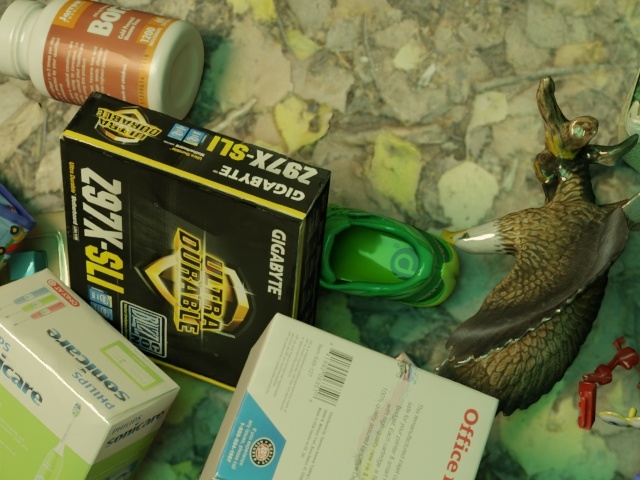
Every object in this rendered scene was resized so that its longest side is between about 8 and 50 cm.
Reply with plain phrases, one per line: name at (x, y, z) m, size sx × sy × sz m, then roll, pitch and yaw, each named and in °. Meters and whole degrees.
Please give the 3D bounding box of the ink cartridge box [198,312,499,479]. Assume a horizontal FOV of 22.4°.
ink cartridge box at (0.023, 0.203, 1.558) m, size 0.233 × 0.168 × 0.171 m, roll 23°, pitch 72°, yaw -4°

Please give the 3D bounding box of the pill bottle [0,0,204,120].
pill bottle at (-0.251, -0.208, 1.827) m, size 0.216 × 0.121 × 0.121 m, roll 14°, pitch 85°, yaw 17°

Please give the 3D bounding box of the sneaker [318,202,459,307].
sneaker at (0.000, 0.000, 1.722) m, size 0.296 × 0.123 × 0.109 m, roll 8°, pitch 82°, yaw 16°

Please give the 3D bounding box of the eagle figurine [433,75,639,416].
eagle figurine at (0.221, 0.028, 1.614) m, size 0.225 × 0.226 × 0.298 m, roll -16°, pitch 55°, yaw 46°

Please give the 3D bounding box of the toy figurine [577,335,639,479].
toy figurine at (0.433, 0.242, 1.583) m, size 0.363 × 0.191 × 0.217 m, roll 6°, pitch 111°, yaw 16°

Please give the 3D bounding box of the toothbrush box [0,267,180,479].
toothbrush box at (-0.305, 0.208, 1.714) m, size 0.206 × 0.122 × 0.283 m, roll 39°, pitch 124°, yaw 18°

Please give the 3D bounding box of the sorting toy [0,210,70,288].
sorting toy at (-0.366, 0.067, 1.853) m, size 0.348 × 0.047 × 0.196 m, roll -7°, pitch 79°, yaw 15°

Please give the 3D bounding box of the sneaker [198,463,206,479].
sneaker at (-0.097, 0.298, 1.699) m, size 0.112 × 0.121 × 0.299 m, roll 32°, pitch 88°, yaw 8°

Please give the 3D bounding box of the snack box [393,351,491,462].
snack box at (0.096, 0.202, 1.707) m, size 0.100 × 0.037 × 0.141 m, roll -41°, pitch 73°, yaw 7°

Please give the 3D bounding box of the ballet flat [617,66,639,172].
ballet flat at (0.345, -0.154, 1.688) m, size 0.057 × 0.052 × 0.168 m, roll 11°, pitch 84°, yaw 17°

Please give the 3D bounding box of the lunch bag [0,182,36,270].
lunch bag at (-0.492, -0.026, 1.844) m, size 0.221 × 0.138 × 0.293 m, roll -53°, pitch 47°, yaw 8°

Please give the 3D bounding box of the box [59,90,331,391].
box at (-0.130, 0.017, 1.651) m, size 0.257 × 0.322 × 0.079 m, roll 21°, pitch 52°, yaw 11°
